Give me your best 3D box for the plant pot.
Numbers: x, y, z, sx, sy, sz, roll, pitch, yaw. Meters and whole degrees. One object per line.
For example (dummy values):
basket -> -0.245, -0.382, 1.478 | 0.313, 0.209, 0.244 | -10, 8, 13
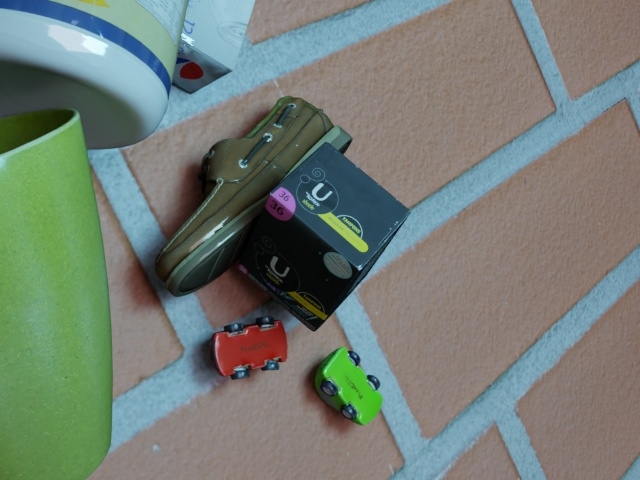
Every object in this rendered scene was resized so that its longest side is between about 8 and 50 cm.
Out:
plant pot -> -0.290, 0.071, 0.709 | 0.274, 0.274, 0.294 | -30, 115, -37

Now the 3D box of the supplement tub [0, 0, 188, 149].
supplement tub -> -0.237, -0.269, 0.810 | 0.228, 0.228, 0.316 | 19, 70, -33

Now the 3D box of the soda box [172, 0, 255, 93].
soda box -> -0.124, -0.323, 0.990 | 0.091, 0.098, 0.286 | 27, 65, -31

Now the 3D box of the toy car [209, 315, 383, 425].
toy car -> -0.009, 0.132, 1.017 | 0.239, 0.053, 0.225 | -47, 110, -33

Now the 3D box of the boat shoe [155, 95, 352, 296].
boat shoe -> -0.093, -0.058, 0.968 | 0.104, 0.111, 0.307 | 42, 52, 5

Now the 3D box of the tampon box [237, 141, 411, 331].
tampon box -> 0.000, 0.000, 0.915 | 0.120, 0.161, 0.101 | 40, 57, 7
